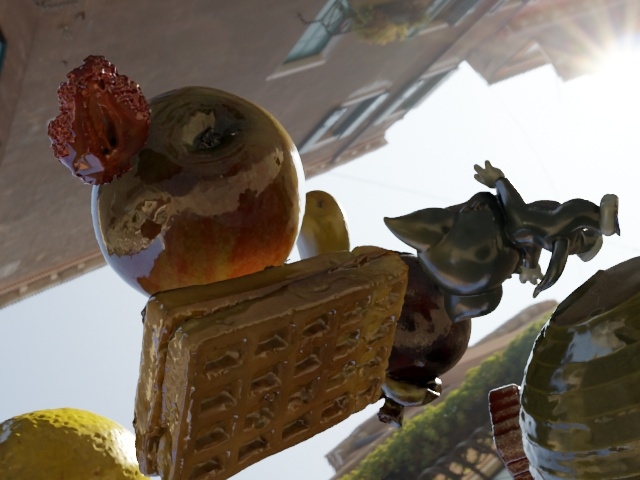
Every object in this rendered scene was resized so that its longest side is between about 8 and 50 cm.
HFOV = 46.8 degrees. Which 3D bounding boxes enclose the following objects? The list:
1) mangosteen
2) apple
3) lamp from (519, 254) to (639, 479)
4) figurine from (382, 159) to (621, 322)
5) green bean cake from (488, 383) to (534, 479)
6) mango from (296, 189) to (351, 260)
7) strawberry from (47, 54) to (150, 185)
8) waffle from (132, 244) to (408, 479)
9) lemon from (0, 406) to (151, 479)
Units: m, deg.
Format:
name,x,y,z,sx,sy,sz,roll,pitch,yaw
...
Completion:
name,x,y,z,sx,sy,sz,roll,pitch,yaw
mangosteen,0.114,0.149,1.123,0.228,0.228,0.265,4,-99,-29
apple,-0.144,-0.051,0.883,0.256,0.234,0.257,4,-120,-7
lamp,0.282,0.145,0.526,0.250,0.250,0.284,-33,-91,-37
figurine,0.238,0.012,0.911,0.140,0.265,0.193,-52,-54,-28
green bean cake,0.290,0.287,1.046,0.135,0.056,0.136,55,-158,-21
mango,0.000,0.000,1.320,0.092,0.195,0.130,-22,-128,-26
strawberry,-0.208,-0.107,0.707,0.104,0.152,0.048,-31,-112,-16
waffle,-0.042,0.130,0.819,0.327,0.224,0.098,-12,-144,-41
lemon,-0.379,0.358,1.037,0.320,0.245,0.245,16,-122,-48
